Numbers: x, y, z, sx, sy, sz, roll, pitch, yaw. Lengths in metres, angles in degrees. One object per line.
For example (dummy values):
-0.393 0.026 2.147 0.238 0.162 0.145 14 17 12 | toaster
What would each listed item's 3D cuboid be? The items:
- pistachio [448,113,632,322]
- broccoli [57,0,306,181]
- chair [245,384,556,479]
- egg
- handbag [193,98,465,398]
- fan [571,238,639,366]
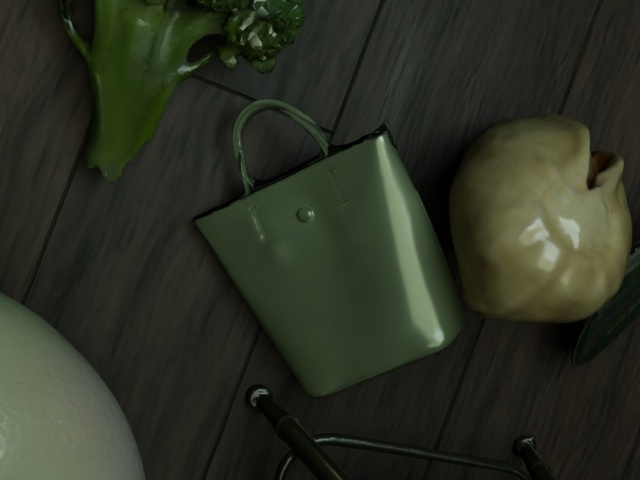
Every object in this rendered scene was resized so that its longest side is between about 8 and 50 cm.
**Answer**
0.220 -0.024 1.322 0.193 0.318 0.214 39 103 -10 | pistachio
-0.145 -0.249 1.273 0.254 0.186 0.302 -10 127 3 | broccoli
0.106 0.388 1.262 0.362 0.410 0.365 13 91 -17 | chair
-0.323 0.230 1.159 0.340 0.354 0.354 30 85 -28 | egg
0.000 0.000 1.328 0.241 0.109 0.315 -24 104 20 | handbag
0.340 0.045 1.411 0.012 0.294 0.223 39 95 26 | fan
